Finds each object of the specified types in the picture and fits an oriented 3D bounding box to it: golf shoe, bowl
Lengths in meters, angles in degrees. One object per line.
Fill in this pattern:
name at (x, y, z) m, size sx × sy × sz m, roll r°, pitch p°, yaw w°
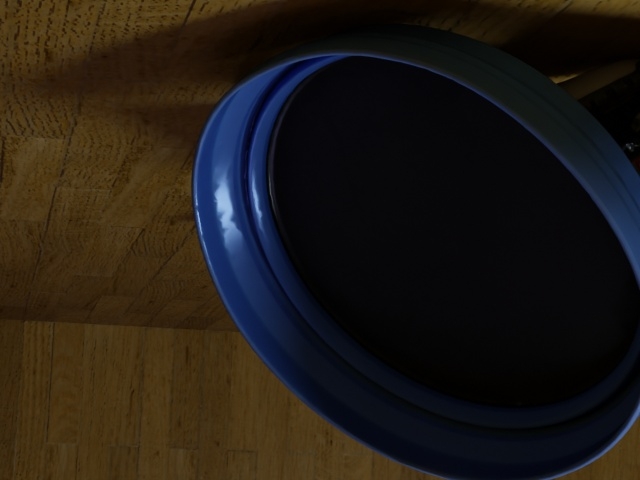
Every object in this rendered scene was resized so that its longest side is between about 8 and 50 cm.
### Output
golf shoe at (0.148, -0.091, 1.261) m, size 0.273 × 0.120 × 0.105 m, roll -28°, pitch 151°, yaw 25°
bowl at (0.082, 0.012, 1.200) m, size 0.391 × 0.391 × 0.077 m, roll -6°, pitch -152°, yaw 40°

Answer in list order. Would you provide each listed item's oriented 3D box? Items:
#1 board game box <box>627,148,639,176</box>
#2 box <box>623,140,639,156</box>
board game box at (0.297, -0.073, 1.178) m, size 0.193 × 0.045 × 0.147 m, roll -29°, pitch 180°, yaw -19°
box at (0.401, 0.032, 1.578) m, size 0.294 × 0.211 × 0.395 m, roll -1°, pitch 169°, yaw 17°
